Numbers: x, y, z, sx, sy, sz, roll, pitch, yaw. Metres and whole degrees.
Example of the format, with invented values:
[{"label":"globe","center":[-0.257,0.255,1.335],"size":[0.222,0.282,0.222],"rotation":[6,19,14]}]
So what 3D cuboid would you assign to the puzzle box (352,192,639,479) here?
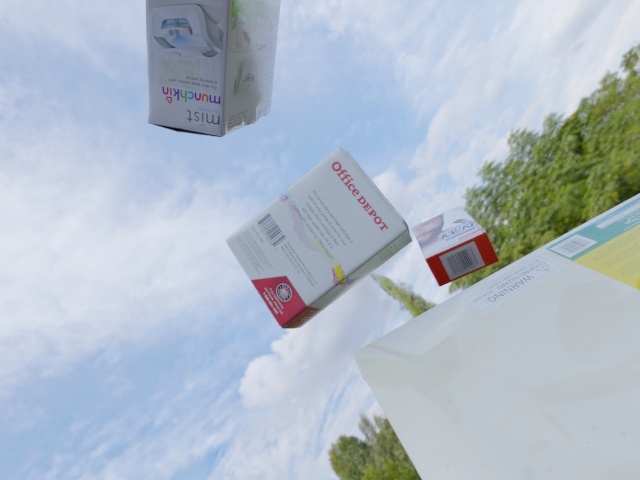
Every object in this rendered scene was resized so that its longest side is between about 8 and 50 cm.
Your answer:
[{"label":"puzzle box","center":[0.251,0.084,0.368],"size":[0.409,0.272,0.052],"rotation":[-28,-70,-4]}]

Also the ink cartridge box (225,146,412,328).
[{"label":"ink cartridge box","center":[0.000,0.000,0.513],"size":[0.175,0.127,0.072],"rotation":[-38,-19,6]}]

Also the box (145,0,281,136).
[{"label":"box","center":[-0.157,-0.310,0.710],"size":[0.262,0.126,0.231],"rotation":[-68,-11,-64]}]

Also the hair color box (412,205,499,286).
[{"label":"hair color box","center":[0.204,0.003,0.695],"size":[0.093,0.053,0.167],"rotation":[-26,12,11]}]
